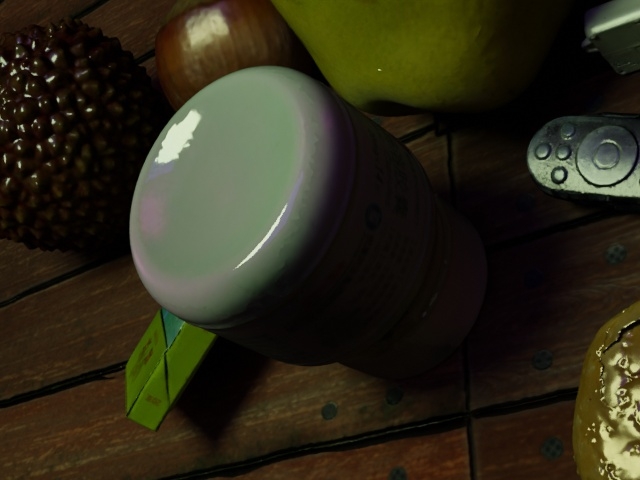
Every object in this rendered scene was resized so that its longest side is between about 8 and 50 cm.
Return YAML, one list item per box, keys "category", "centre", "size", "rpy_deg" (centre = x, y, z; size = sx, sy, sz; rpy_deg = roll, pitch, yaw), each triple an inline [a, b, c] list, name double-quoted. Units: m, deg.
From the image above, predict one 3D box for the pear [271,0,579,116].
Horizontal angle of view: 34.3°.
- category: "pear"
  centre: [0.099, -0.330, 1.034]
  size: [0.362, 0.362, 0.419]
  rpy_deg: [-3, 95, 41]

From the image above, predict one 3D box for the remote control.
- category: "remote control"
  centre: [0.314, -0.065, 0.918]
  size: [0.265, 0.066, 0.090]
  rpy_deg: [9, 88, 39]

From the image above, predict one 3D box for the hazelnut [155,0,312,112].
- category: "hazelnut"
  centre: [-0.108, -0.228, 1.290]
  size: [0.214, 0.176, 0.214]
  rpy_deg: [13, 109, 41]

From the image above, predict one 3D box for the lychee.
- category: "lychee"
  centre: [-0.345, -0.131, 1.362]
  size: [0.306, 0.330, 0.306]
  rpy_deg: [-2, 78, 10]

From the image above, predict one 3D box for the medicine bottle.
- category: "medicine bottle"
  centre: [0.000, 0.000, 0.983]
  size: [0.241, 0.302, 0.241]
  rpy_deg: [-19, 58, 33]

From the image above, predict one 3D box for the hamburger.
- category: "hamburger"
  centre: [0.295, 0.136, 0.798]
  size: [0.213, 0.108, 0.214]
  rpy_deg: [-15, 65, 36]

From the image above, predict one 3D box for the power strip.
- category: "power strip"
  centre: [0.337, -0.206, 0.945]
  size: [0.192, 0.081, 0.035]
  rpy_deg: [-16, 59, 36]

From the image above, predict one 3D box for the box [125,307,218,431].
- category: "box"
  centre: [-0.121, 0.044, 1.193]
  size: [0.335, 0.047, 0.187]
  rpy_deg: [-58, 15, 3]
